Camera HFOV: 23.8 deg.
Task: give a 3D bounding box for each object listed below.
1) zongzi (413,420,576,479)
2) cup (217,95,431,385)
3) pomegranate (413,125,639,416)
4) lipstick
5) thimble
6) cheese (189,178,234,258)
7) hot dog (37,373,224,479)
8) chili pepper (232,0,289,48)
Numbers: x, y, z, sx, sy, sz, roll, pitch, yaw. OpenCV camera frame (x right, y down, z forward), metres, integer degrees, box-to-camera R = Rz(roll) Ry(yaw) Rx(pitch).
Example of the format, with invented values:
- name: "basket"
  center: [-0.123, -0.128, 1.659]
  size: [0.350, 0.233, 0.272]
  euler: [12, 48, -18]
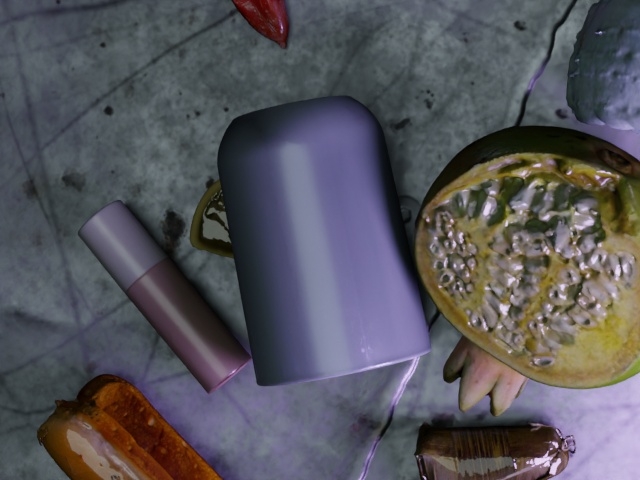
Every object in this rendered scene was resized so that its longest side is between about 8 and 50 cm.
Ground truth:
- name: "zongzi"
  center: [0.210, 0.303, 1.785]
  size: [0.187, 0.084, 0.184]
  euler: [-4, 107, 7]
- name: "cup"
  center: [0.000, 0.000, 1.742]
  size: [0.205, 0.205, 0.312]
  euler: [-11, 89, 12]
- name: "pomegranate"
  center: [0.256, 0.031, 1.700]
  size: [0.310, 0.216, 0.358]
  euler: [30, 129, 8]
- name: "lipstick"
  center: [-0.190, 0.068, 1.849]
  size: [0.070, 0.070, 0.254]
  euler: [-41, 85, 11]
- name: "thimble"
  center: [0.397, -0.187, 1.647]
  size: [0.250, 0.205, 0.172]
  euler: [16, 95, 15]
- name: "cheese"
  center: [-0.101, -0.060, 1.841]
  size: [0.086, 0.036, 0.162]
  euler: [17, 97, 9]
- name: "hot dog"
  center: [-0.195, 0.315, 1.828]
  size: [0.349, 0.158, 0.117]
  euler: [44, 118, 2]
- name: "chili pepper"
  center: [-0.088, -0.315, 1.817]
  size: [0.059, 0.050, 0.191]
  euler: [-29, 99, 9]
